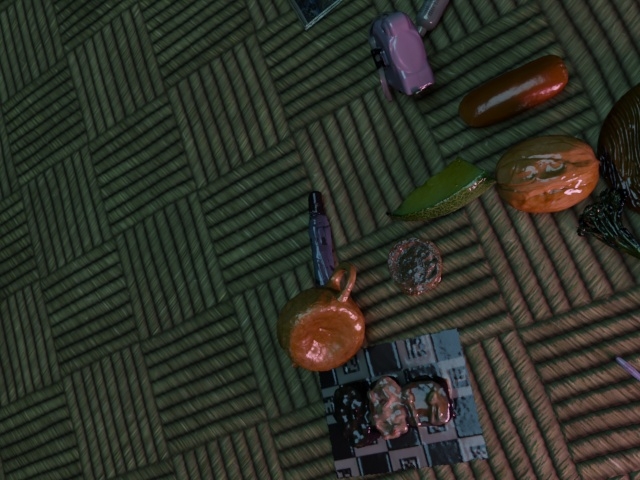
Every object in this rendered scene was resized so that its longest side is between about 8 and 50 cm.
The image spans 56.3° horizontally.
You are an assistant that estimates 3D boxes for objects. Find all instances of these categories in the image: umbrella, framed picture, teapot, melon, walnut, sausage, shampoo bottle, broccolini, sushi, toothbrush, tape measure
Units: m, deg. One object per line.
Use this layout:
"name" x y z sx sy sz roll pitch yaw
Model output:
"umbrella" 0.002 0.000 1.492 0.053 0.052 0.251 -9 81 25
"framed picture" -0.026 -0.674 1.604 0.141 0.011 0.183 -33 71 19
"teapot" -0.001 0.183 1.416 0.312 0.203 0.167 -65 21 17
"melon" 0.266 -0.112 1.382 0.261 0.053 0.114 -27 66 20
"walnut" 0.465 -0.136 1.233 0.206 0.159 0.159 -12 79 24
"sausage" 0.419 -0.319 1.309 0.238 0.098 0.098 -23 75 19
"shampoo bottle" 0.265 -0.549 1.426 0.056 0.056 0.195 32 98 25
"broccolini" 0.628 -0.022 1.146 0.271 0.062 0.123 30 125 45
"sushi" 0.155 0.381 1.349 0.372 0.100 0.297 -16 78 23
"toothbrush" 0.655 0.295 1.167 0.193 0.019 0.013 46 104 24
"tape measure" 0.176 -0.428 1.387 0.105 0.178 0.196 -25 100 0

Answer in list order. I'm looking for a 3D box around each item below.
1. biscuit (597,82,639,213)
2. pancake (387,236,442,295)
"biscuit" 0.719 -0.188 1.178 0.317 0.040 0.318 -3 83 24
"pancake" 0.221 0.058 1.397 0.139 0.022 0.140 -3 82 26
